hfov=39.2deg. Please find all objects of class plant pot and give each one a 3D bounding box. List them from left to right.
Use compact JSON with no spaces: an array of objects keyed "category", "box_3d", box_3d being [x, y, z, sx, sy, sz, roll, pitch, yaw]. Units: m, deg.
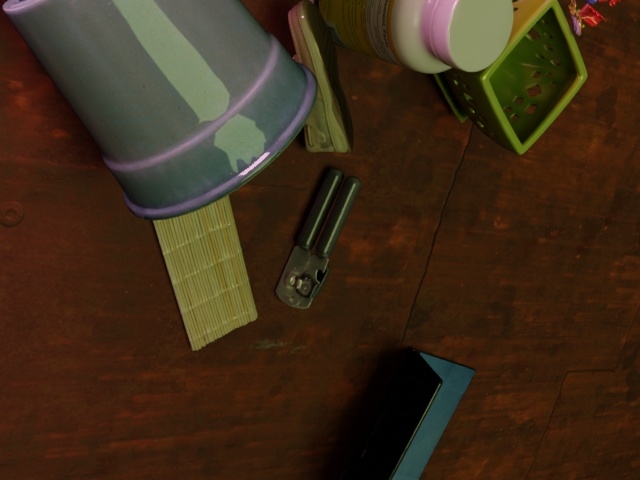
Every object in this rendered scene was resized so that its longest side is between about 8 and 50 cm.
[{"category":"plant pot","box_3d":[-0.232,-0.266,1.251,0.341,0.341,0.334,-44,123,-14]},{"category":"plant pot","box_3d":[0.347,-0.339,1.749,0.227,0.207,0.228,-48,133,-10]}]

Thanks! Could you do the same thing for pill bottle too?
[{"category":"pill bottle","box_3d":[0.145,-0.382,1.473,0.188,0.334,0.188,-19,122,-32]}]

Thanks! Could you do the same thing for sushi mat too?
[{"category":"sushi mat","box_3d":[-0.203,0.045,1.619,0.151,0.019,0.316,-28,127,-25]}]

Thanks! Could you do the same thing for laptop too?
[{"category":"laptop","box_3d":[0.227,0.469,2.043,0.236,0.408,0.382,26,94,-10]}]

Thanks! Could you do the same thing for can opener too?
[{"category":"can opener","box_3d":[0.000,0.000,1.744,0.283,0.076,0.095,-66,166,6]}]

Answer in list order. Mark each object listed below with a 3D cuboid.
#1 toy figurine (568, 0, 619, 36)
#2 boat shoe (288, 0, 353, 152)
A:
[{"category":"toy figurine","box_3d":[0.474,-0.573,1.725,0.217,0.362,0.191,35,123,-13]},{"category":"boat shoe","box_3d":[-0.018,-0.270,1.547,0.302,0.098,0.109,71,20,-45]}]
